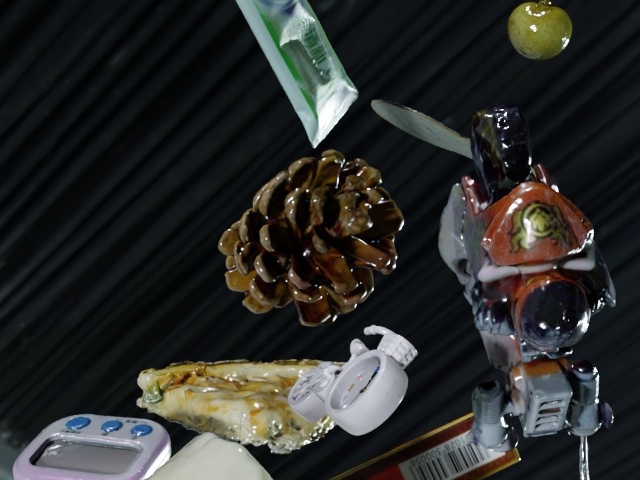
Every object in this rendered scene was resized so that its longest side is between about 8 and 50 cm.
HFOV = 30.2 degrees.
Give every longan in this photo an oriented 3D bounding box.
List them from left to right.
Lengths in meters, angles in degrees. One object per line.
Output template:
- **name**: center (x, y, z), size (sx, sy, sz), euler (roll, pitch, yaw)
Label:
- **longan**: center (0.255, -0.250, 1.377), size (0.075, 0.083, 0.075), euler (3, 33, -2)

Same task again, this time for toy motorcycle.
- **toy motorcycle**: center (0.187, 0.086, 1.050), size (0.207, 0.134, 0.401), euler (-107, -173, -52)

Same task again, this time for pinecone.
- **pinecone**: center (-0.003, -0.002, 1.162), size (0.150, 0.195, 0.179), euler (46, 64, 5)

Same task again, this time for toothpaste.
- **toothpaste**: center (-0.043, -0.208, 1.013), size (0.075, 0.048, 0.297), euler (-52, 133, -24)

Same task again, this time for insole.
- **insole**: center (0.136, -0.101, 1.212), size (0.188, 0.004, 0.064), euler (24, -14, 5)

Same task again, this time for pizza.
- **pizza**: center (-0.133, 0.270, 2.099), size (0.435, 0.391, 0.080), euler (-11, 104, -65)

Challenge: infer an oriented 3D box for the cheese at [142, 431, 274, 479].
- **cheese**: center (-0.065, 0.322, 0.943), size (0.153, 0.332, 0.292), euler (-35, 56, -26)

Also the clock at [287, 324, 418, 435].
- **clock**: center (0.024, 0.113, 0.943), size (0.041, 0.129, 0.087), euler (43, 64, -19)

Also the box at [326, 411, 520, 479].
- **box**: center (0.086, 0.250, 1.228), size (0.153, 0.239, 0.074), euler (47, 18, -81)

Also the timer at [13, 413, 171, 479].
- **timer**: center (-0.334, 0.328, 1.746), size (0.191, 0.208, 0.069), euler (-53, 143, -61)
